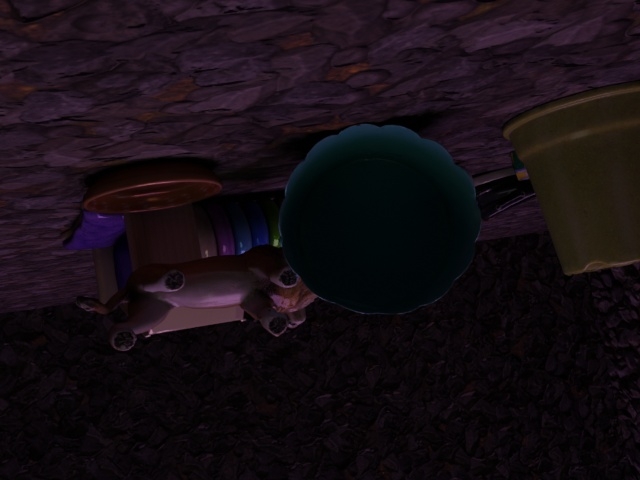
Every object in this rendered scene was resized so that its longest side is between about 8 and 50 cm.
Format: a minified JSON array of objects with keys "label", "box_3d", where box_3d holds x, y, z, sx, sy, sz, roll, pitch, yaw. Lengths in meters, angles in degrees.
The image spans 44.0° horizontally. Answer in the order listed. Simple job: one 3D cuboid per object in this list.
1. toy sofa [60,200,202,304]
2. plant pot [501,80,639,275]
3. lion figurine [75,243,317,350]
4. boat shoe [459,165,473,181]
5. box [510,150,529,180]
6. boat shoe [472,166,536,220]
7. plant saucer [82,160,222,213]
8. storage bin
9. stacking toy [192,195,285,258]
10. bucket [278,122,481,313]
[{"label":"toy sofa","box_3d":[-0.346,0.026,1.412,0.177,0.150,0.362,-8,173,-26]},{"label":"plant pot","box_3d":[0.447,-0.084,1.236,0.275,0.254,0.276,-11,174,-1]},{"label":"lion figurine","box_3d":[-0.173,0.073,1.207,0.391,0.142,0.240,5,-172,-20]},{"label":"boat shoe","box_3d":[0.223,-0.098,1.581,0.083,0.065,0.183,-18,180,-26]},{"label":"box","box_3d":[0.437,-0.155,1.574,0.105,0.043,0.179,-12,176,16]},{"label":"boat shoe","box_3d":[0.496,-0.114,1.706,0.339,0.113,0.127,-11,174,8]},{"label":"plant saucer","box_3d":[-0.244,-0.078,1.148,0.199,0.037,0.200,-10,173,-1]},{"label":"storage bin","box_3d":[-0.346,0.111,1.941,0.262,0.123,0.260,-7,-156,-31]},{"label":"stacking toy","box_3d":[-0.090,-0.027,1.492,0.330,0.141,0.141,-12,175,-23]},{"label":"bucket","box_3d":[0.081,-0.024,1.149,0.281,0.281,0.183,-10,175,0]}]
